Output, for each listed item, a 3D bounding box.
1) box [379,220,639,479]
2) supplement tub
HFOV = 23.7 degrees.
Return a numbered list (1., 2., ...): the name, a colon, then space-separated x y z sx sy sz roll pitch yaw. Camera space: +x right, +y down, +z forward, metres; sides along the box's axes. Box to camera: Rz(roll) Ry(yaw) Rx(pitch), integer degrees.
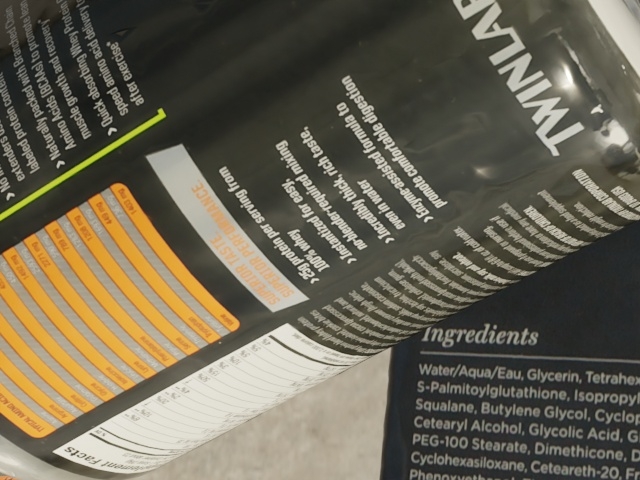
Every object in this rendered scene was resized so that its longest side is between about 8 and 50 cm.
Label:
1. box: 0.181 0.151 0.824 0.212 0.293 0.395 0 79 28
2. supplement tub: -0.040 -0.036 0.536 0.316 0.193 0.193 -28 107 22
